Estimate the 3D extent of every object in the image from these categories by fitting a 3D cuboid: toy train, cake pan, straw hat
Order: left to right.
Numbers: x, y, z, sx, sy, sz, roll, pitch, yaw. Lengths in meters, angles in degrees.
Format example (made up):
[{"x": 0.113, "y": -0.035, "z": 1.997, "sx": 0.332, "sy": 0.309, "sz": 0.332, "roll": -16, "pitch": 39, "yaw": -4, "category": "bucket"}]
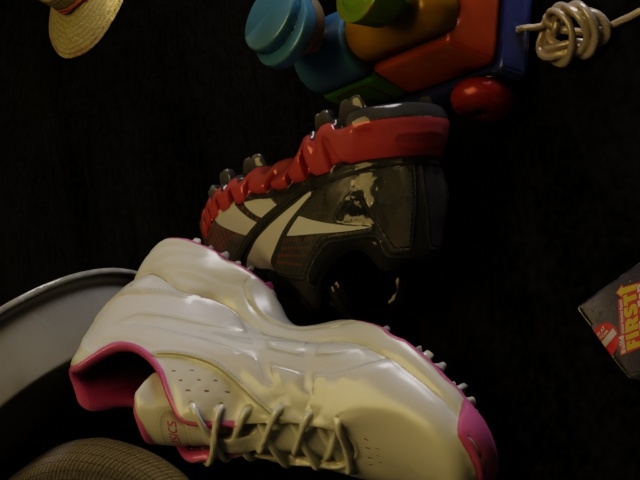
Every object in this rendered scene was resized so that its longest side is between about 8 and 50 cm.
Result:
[{"x": -0.209, "y": 0.146, "z": 1.414, "sx": 0.054, "sy": 0.293, "sz": 0.293, "roll": 44, "pitch": 110, "yaw": 24, "category": "cake pan"}, {"x": -0.230, "y": -0.243, "z": 1.792, "sx": 0.144, "sy": 0.061, "sz": 0.144, "roll": -26, "pitch": 54, "yaw": 42, "category": "straw hat"}, {"x": 0.075, "y": -0.147, "z": 1.285, "sx": 0.248, "sy": 0.143, "sz": 0.105, "roll": -17, "pitch": 60, "yaw": 47, "category": "toy train"}]

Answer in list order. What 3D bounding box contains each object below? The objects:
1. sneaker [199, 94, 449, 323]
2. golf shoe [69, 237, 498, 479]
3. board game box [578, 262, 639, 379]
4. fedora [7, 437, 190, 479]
[{"x": 0.000, "y": 0.000, "z": 1.344, "sx": 0.276, "sy": 0.097, "sz": 0.135, "roll": -27, "pitch": 70, "yaw": 56, "category": "sneaker"}, {"x": -0.030, "y": 0.107, "z": 1.255, "sx": 0.306, "sy": 0.115, "sz": 0.140, "roll": 22, "pitch": 49, "yaw": 36, "category": "golf shoe"}, {"x": 0.230, "y": 0.059, "z": 1.058, "sx": 0.194, "sy": 0.060, "sz": 0.194, "roll": -26, "pitch": 54, "yaw": 44, "category": "board game box"}, {"x": -0.117, "y": 0.252, "z": 1.328, "sx": 0.275, "sy": 0.124, "sz": 0.243, "roll": -9, "pitch": 83, "yaw": 38, "category": "fedora"}]
